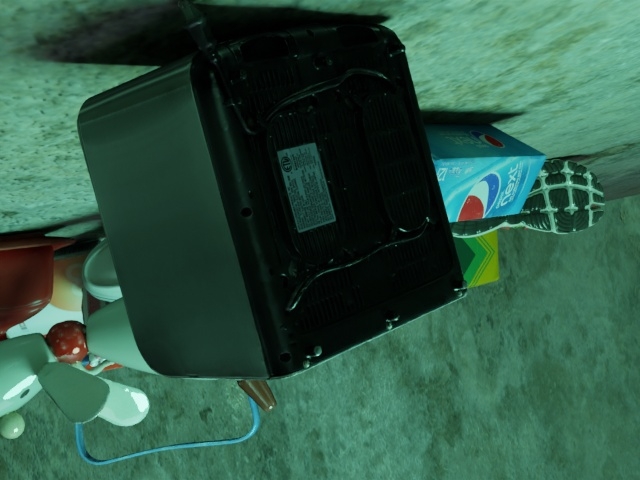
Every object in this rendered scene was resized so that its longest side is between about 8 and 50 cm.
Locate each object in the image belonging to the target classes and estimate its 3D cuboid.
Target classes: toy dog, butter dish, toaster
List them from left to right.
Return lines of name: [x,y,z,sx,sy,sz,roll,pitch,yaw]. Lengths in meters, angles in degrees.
butter dish: [-0.353,0.062,1.283,0.159,0.118,0.160,-14,176,42]
toy dog: [-0.176,0.132,1.216,0.333,0.161,0.220,-24,170,18]
toaster: [-0.022,-0.028,0.637,0.110,0.186,0.168,-12,-175,40]

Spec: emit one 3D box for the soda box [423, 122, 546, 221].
soda box: [0.120,-0.062,1.102,0.071,0.067,0.210,33,-157,28]

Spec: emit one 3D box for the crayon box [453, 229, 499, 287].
crayon box: [0.058,0.031,1.911,0.362,0.106,0.313,-2,-177,28]

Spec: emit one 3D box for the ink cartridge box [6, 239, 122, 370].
ink cartridge box: [-0.322,0.099,1.513,0.145,0.179,0.045,-12,-160,0]

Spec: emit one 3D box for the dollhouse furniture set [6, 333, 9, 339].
dollhouse furniture set: [-0.539,0.110,1.873,0.286,0.198,0.303,-35,158,-34]

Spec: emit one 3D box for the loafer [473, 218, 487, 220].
loafer: [0.157,-0.064,1.627,0.170,0.062,0.061,-4,135,-19]

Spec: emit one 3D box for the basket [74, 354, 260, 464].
basket: [-0.224,0.147,1.657,0.254,0.289,0.201,-9,172,7]

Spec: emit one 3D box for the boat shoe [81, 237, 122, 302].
boat shoe: [-0.182,0.005,1.324,0.258,0.095,0.084,-22,161,33]

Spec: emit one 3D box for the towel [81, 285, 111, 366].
towel: [-0.190,0.057,1.410,0.197,0.029,0.144,-30,-144,8]

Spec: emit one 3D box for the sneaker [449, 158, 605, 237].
sneaker: [0.273,-0.063,1.758,0.279,0.107,0.118,-2,-176,-15]
